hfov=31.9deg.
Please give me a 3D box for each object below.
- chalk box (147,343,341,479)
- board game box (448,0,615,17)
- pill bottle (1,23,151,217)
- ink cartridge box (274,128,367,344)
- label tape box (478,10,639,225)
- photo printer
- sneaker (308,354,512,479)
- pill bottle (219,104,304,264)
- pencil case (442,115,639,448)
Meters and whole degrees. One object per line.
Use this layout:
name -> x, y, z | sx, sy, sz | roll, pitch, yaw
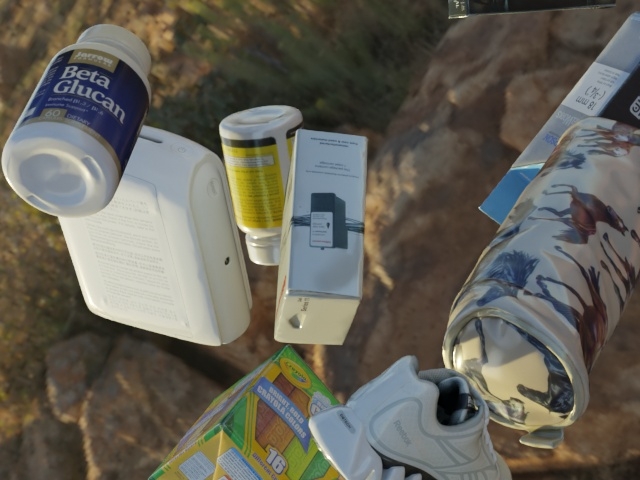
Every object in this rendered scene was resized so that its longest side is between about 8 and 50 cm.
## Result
chalk box -> -0.053, 0.211, 1.165 | 0.132, 0.132, 0.213 | -39, 5, 32
board game box -> 0.182, -0.258, 0.959 | 0.026, 0.186, 0.126 | 9, 107, 54
pill bottle -> -0.196, -0.107, 0.943 | 0.094, 0.094, 0.169 | -39, 27, 37
ink cartridge box -> 0.000, 0.000, 1.300 | 0.153, 0.087, 0.208 | 107, 168, -64
label tape box -> 0.415, -0.098, 1.508 | 0.333, 0.240, 0.106 | -53, 25, 5
photo printer -> -0.232, -0.018, 1.509 | 0.256, 0.307, 0.107 | 11, 41, 26
sneaker -> 0.114, 0.183, 1.015 | 0.118, 0.292, 0.110 | -48, 54, 8
pill bottle -> -0.070, -0.078, 1.600 | 0.119, 0.119, 0.208 | -142, 40, -63
pencil case -> 0.275, 0.034, 1.229 | 0.160, 0.183, 0.410 | -25, 18, 45
